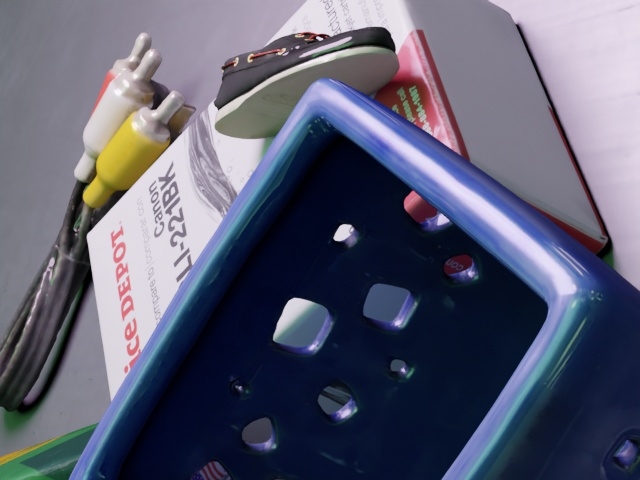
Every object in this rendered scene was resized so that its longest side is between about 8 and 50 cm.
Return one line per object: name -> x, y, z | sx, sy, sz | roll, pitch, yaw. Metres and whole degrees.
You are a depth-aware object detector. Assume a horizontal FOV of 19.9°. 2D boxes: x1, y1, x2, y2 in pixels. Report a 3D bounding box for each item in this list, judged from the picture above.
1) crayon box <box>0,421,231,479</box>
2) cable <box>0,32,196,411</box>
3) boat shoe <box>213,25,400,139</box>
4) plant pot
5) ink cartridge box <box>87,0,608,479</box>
crayon box -> -0.140, 0.216, 0.982 | 0.318, 0.081, 0.202 | -24, 94, 45
cable -> -0.180, -0.019, 1.298 | 0.287, 0.072, 0.139 | -53, 30, 16
boat shoe -> -0.009, -0.088, 0.927 | 0.133, 0.049, 0.042 | -18, 62, 51
plant pot -> 0.061, 0.103, 0.765 | 0.236, 0.212, 0.236 | -57, 34, 8
ink cartridge box -> 0.000, 0.000, 1.003 | 0.273, 0.114, 0.197 | -45, 39, 27
